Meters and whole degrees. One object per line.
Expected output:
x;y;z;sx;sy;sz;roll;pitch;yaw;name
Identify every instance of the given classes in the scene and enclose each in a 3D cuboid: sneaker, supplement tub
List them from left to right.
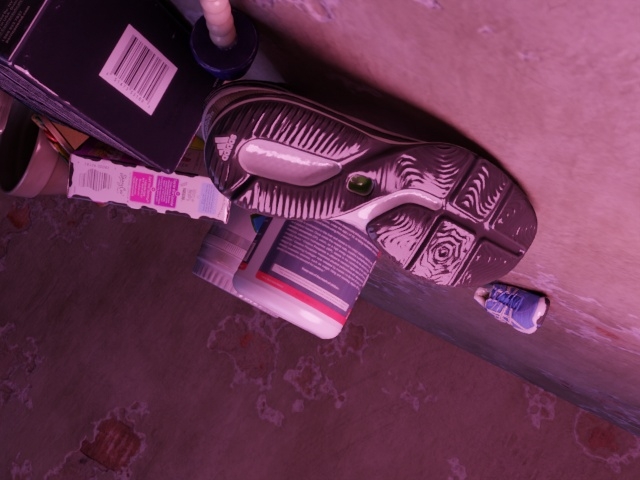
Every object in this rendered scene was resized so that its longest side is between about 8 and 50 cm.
0.000;0.000;1.096;0.191;0.272;0.191;28;172;4;supplement tub
0.058;-0.103;0.878;0.447;0.169;0.257;20;-159;-25;sneaker
0.371;0.130;1.350;0.081;0.080;0.211;27;171;-11;sneaker

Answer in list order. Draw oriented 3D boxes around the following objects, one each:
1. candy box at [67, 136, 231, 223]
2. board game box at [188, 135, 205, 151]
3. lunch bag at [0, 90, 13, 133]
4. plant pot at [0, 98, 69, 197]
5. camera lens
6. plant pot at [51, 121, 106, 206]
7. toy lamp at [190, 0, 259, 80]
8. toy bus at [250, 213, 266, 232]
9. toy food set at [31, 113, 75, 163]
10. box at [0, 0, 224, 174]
-0.250;-0.099;1.061;0.233;0.071;0.159;9;-160;-7;candy box
-0.254;-0.162;1.586;0.181;0.092;0.043;32;170;-26;board game box
-0.564;-0.325;1.013;0.169;0.287;0.235;-2;159;28;lunch bag
-0.654;-0.247;1.816;0.280;0.323;0.323;14;-177;-39;plant pot
-0.114;-0.007;1.431;0.219;0.274;0.219;28;172;4;camera lens
-0.506;-0.248;1.560;0.254;0.237;0.237;50;163;-26;plant pot
-0.106;-0.233;0.690;0.080;0.080;0.274;28;173;4;toy lamp
-0.099;-0.132;1.221;0.202;0.104;0.191;-116;12;-46;toy bus
-0.388;-0.150;1.007;0.083;0.020;0.082;57;169;-32;toy food set
-0.339;-0.262;0.912;0.294;0.182;0.296;23;172;30;box
